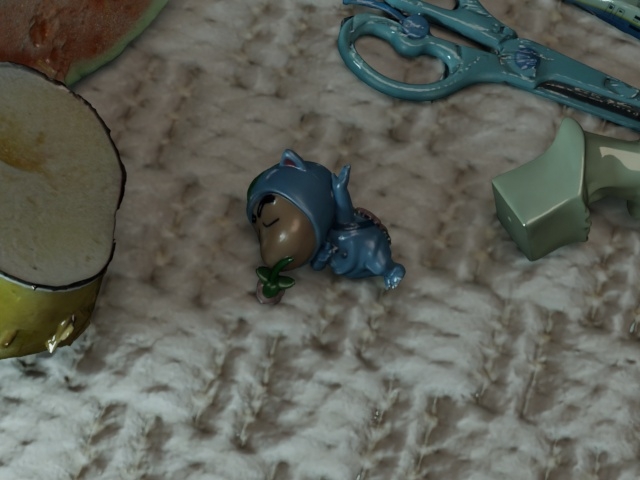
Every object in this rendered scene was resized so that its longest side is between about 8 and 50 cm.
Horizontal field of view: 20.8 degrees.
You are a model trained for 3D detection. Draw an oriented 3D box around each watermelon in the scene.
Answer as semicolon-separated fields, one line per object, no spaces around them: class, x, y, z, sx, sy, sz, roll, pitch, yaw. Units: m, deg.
watermelon;-0.295;-0.267;1.754;0.305;0.180;0.224;-40;90;-22

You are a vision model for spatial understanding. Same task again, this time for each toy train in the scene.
toy train;0.344;-0.264;1.933;0.234;0.051;0.052;29;63;3

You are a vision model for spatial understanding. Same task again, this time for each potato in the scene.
potato;-0.324;-0.015;1.657;0.246;0.196;0.299;24;39;-22

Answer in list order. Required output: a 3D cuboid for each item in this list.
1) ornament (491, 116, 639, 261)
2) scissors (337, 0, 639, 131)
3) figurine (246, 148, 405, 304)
ornament;0.314;-0.072;1.810;0.285;0.130;0.120;-9;57;-13
scissors;0.208;-0.192;1.892;0.393;0.032;0.180;22;67;0
figurine;-0.003;0.004;1.744;0.178;0.114;0.144;33;68;-5
